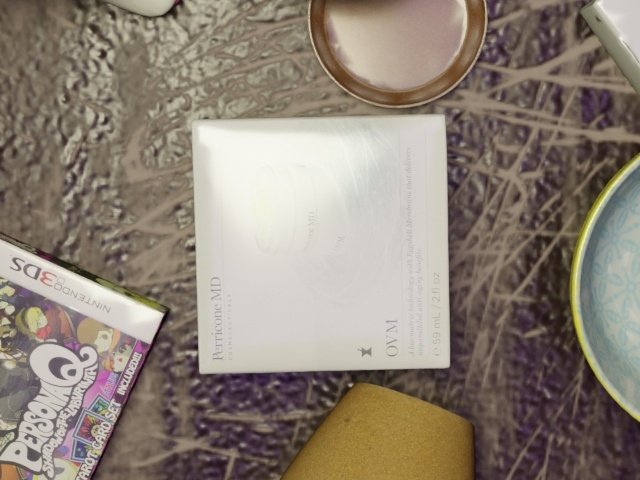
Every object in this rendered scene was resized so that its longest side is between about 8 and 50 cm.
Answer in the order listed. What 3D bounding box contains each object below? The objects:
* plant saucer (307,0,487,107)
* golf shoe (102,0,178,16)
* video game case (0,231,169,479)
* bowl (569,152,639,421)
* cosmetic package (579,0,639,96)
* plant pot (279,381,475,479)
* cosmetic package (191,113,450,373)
[{"bbox_3d":[0.072,-0.209,1.196,0.168,0.029,0.168,0,94,-1],"label":"plant saucer"},{"bbox_3d":[-0.256,-0.254,1.094,0.306,0.115,0.140,26,60,-34],"label":"golf shoe"},{"bbox_3d":[-0.286,0.127,1.207,0.210,0.042,0.232,25,93,-1],"label":"video game case"},{"bbox_3d":[0.356,0.034,1.149,0.289,0.156,0.289,0,94,-1],"label":"bowl"},{"bbox_3d":[0.368,-0.239,1.170,0.231,0.085,0.117,-36,93,4],"label":"cosmetic package"},{"bbox_3d":[0.045,0.267,1.144,0.237,0.237,0.254,22,79,-2],"label":"plant pot"},{"bbox_3d":[0.000,0.000,1.155,0.225,0.138,0.224,-2,93,1],"label":"cosmetic package"}]
